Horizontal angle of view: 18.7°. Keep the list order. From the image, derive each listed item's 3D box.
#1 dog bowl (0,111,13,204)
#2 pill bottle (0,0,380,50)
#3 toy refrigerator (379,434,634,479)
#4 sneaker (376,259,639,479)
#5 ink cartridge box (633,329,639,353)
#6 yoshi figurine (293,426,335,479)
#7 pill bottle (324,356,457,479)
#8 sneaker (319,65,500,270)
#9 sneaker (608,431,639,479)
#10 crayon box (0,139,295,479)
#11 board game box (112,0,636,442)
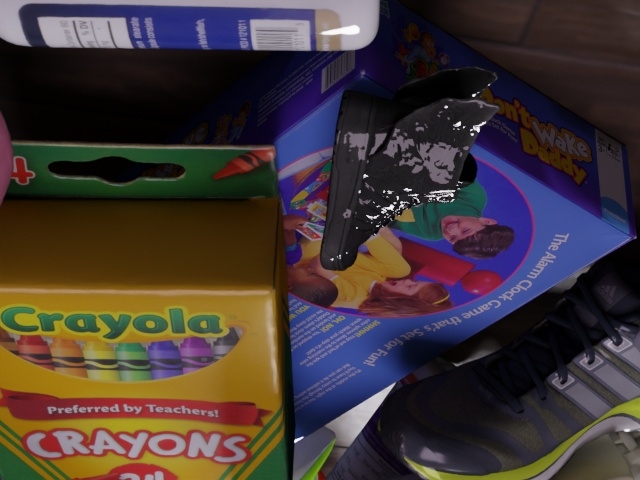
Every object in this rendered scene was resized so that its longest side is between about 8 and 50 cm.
[{"bbox_3d":[-0.339,-0.079,1.019,0.408,0.150,0.408,28,158,13],"label":"dog bowl"},{"bbox_3d":[-0.101,-0.175,1.003,0.265,0.153,0.153,1,143,1],"label":"pill bottle"},{"bbox_3d":[0.086,0.221,1.345,0.269,0.094,0.102,-11,105,-1],"label":"toy refrigerator"},{"bbox_3d":[0.168,0.077,1.317,0.300,0.111,0.121,-19,135,-28],"label":"sneaker"},{"bbox_3d":[0.335,-0.011,1.241,0.224,0.045,0.223,-13,147,-36],"label":"ink cartridge box"},{"bbox_3d":[-0.086,0.258,1.556,0.203,0.203,0.362,3,149,26],"label":"yoshi figurine"},{"bbox_3d":[0.061,0.189,1.441,0.108,0.108,0.193,31,99,-33],"label":"pill bottle"},{"bbox_3d":[0.050,-0.037,1.132,0.089,0.051,0.170,7,139,0],"label":"sneaker"},{"bbox_3d":[0.251,0.166,1.489,0.290,0.106,0.123,-4,141,-11],"label":"sneaker"},{"bbox_3d":[-0.122,0.064,1.248,0.202,0.081,0.318,0,142,3],"label":"crayon box"},{"bbox_3d":[0.000,0.000,1.290,0.233,0.078,0.347,29,135,-30],"label":"board game box"}]
